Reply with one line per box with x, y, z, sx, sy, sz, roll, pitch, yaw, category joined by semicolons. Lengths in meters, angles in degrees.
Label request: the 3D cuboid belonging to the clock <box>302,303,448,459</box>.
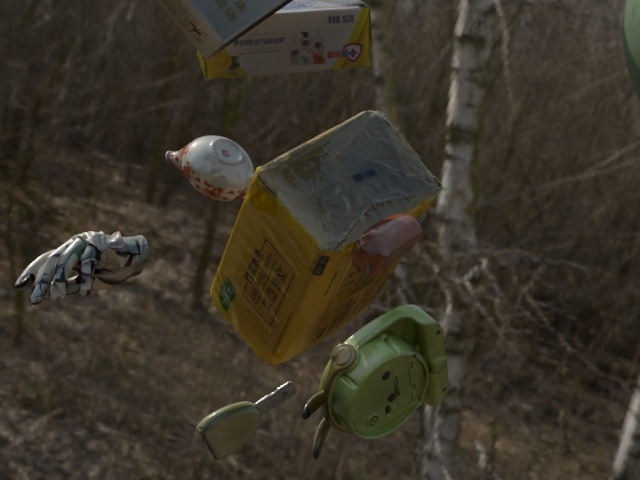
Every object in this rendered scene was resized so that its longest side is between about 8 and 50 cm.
0.069;0.203;1.470;0.232;0.170;0.069;-30;42;-22;clock

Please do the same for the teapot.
-0.206;-0.149;2.298;0.245;0.116;0.159;38;29;-2;teapot

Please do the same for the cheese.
-0.125;0.311;1.908;0.037;0.192;0.097;42;-22;49;cheese

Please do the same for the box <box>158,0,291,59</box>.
-0.096;-0.403;1.427;0.205;0.365;0.051;50;-42;-6;box

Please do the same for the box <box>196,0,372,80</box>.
-0.062;-0.325;1.691;0.265;0.097;0.168;-5;22;-7;box

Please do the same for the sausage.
0.093;0.007;1.593;0.065;0.065;0.169;19;22;21;sausage

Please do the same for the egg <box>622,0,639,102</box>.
0.475;-0.177;1.084;0.389;0.276;0.276;31;-3;-28;egg

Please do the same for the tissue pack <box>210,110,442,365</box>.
0.000;0.000;1.870;0.293;0.382;0.228;-31;69;-34;tissue pack

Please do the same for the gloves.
-0.392;0.041;1.748;0.212;0.111;0.127;-4;3;-32;gloves
